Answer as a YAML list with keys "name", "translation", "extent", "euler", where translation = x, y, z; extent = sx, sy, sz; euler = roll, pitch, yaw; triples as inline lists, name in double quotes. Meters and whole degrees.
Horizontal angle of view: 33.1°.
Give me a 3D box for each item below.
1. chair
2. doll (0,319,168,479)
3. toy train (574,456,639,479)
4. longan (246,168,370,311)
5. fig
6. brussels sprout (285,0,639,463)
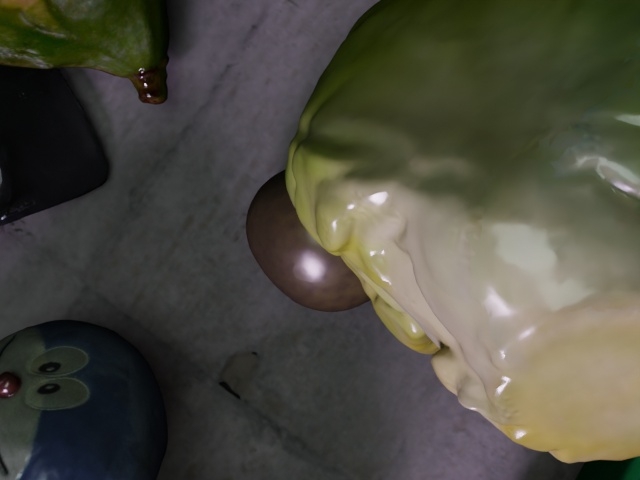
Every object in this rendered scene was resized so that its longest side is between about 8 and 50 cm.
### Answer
- name: "chair"
  translation: [-0.282, -0.039, 0.752]
  extent: [0.145, 0.221, 0.140]
  euler: [-33, 87, 50]
- name: "doll"
  translation: [-0.220, 0.157, 0.705]
  extent: [0.258, 0.228, 0.154]
  euler: [-36, 126, 21]
- name: "toy train"
  translation: [0.277, 0.240, 0.651]
  extent: [0.429, 0.178, 0.249]
  euler: [28, 83, 5]
- name: "longan"
  translation: [0.000, 0.000, 0.718]
  extent: [0.106, 0.106, 0.119]
  euler: [37, 138, 5]
- name: "fig"
  translation: [-0.185, -0.192, 0.711]
  extent: [0.195, 0.195, 0.245]
  euler: [-43, 121, 7]
- name: "brussels sprout"
  translation: [0.146, -0.032, 0.585]
  extent: [0.344, 0.344, 0.268]
  euler: [-23, 124, 8]
